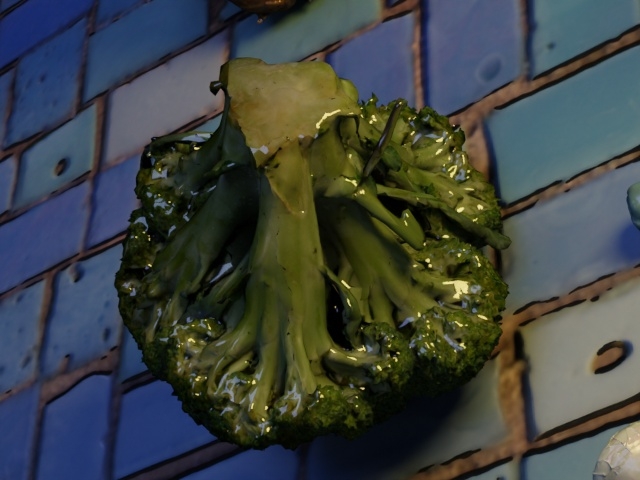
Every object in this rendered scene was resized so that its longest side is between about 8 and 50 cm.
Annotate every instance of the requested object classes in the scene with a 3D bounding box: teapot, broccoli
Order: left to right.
[{"bbox_3d":[0.000,0.000,1.276,0.304,0.283,0.321,-21,48,-11],"label":"broccoli"},{"bbox_3d":[0.220,0.149,1.108,0.083,0.064,0.064,-30,39,-25],"label":"teapot"}]

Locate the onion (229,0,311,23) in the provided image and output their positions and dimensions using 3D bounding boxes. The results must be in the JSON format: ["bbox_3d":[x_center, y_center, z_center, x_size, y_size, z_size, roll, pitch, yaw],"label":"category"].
[{"bbox_3d":[-0.078,-0.417,1.653,0.354,0.353,0.353,-26,45,29],"label":"onion"}]

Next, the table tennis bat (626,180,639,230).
[{"bbox_3d":[0.321,-0.070,1.195,0.244,0.040,0.153,-28,43,21],"label":"table tennis bat"}]
